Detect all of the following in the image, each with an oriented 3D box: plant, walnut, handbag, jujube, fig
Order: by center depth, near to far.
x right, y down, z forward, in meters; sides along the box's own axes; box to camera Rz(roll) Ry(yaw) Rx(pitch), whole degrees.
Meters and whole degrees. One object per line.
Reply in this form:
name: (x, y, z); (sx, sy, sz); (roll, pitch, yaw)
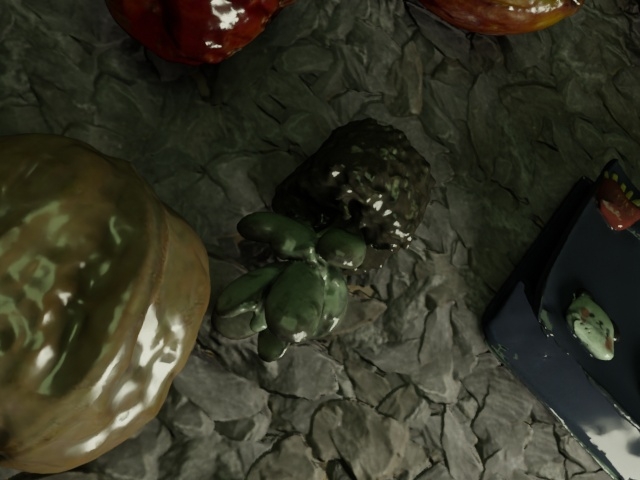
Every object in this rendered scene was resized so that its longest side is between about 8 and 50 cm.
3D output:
walnut: (-0.222, 0.048, 0.641); (0.273, 0.227, 0.273); (6, 76, -23)
plant: (0.002, -0.001, 0.801); (0.149, 0.146, 0.274); (44, 62, -9)
jujube: (-0.110, -0.300, 0.809); (0.213, 0.213, 0.232); (41, 53, -7)
handbag: (0.393, 0.092, 0.965); (0.303, 0.122, 0.329); (45, 60, -5)
fig: (0.215, -0.377, 0.985); (0.224, 0.224, 0.263); (-30, 94, -28)
